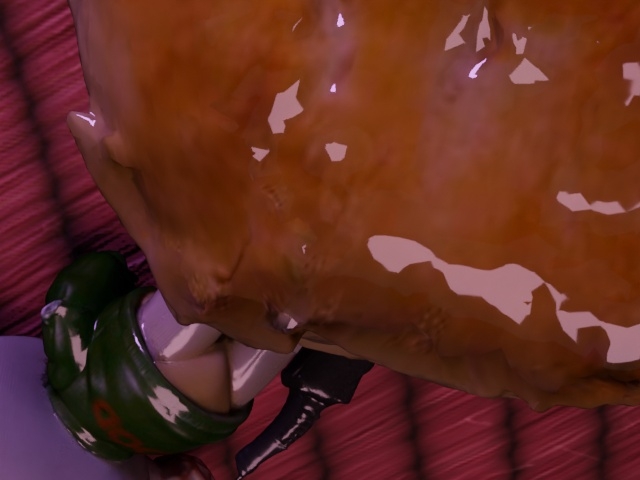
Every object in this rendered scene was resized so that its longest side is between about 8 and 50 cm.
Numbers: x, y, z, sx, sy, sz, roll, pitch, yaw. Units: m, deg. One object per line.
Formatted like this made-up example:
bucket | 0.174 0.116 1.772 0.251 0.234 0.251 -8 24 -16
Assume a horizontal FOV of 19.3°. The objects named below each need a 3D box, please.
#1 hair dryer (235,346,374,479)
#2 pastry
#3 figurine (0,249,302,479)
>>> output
hair dryer | 0.000 0.000 0.990 0.236 0.091 0.271 24 83 -16
pastry | 0.085 -0.110 0.830 0.410 0.245 0.409 1 97 5
figurine | -0.142 0.112 1.111 0.370 0.167 0.281 -40 130 16
